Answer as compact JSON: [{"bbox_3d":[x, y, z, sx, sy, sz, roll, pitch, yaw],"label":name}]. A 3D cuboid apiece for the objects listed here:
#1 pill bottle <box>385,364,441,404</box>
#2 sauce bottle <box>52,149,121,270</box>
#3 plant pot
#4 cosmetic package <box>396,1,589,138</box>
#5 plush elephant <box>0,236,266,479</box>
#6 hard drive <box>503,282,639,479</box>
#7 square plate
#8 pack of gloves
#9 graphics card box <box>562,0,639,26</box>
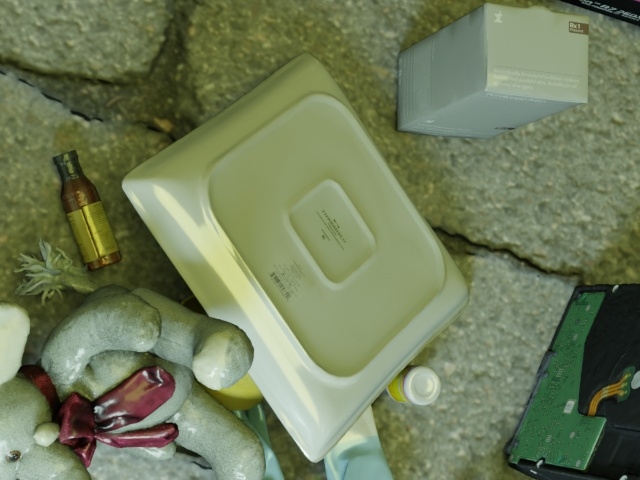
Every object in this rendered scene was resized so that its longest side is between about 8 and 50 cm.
[{"bbox_3d":[0.100,0.160,1.670,0.043,0.083,0.043,1,86,-19],"label":"pill bottle"},{"bbox_3d":[-0.248,-0.032,1.586,0.042,0.042,0.128,-19,93,-19],"label":"sauce bottle"},{"bbox_3d":[-0.091,0.124,1.595,0.134,0.134,0.095,-2,117,-19],"label":"plant pot"},{"bbox_3d":[0.183,-0.180,1.638,0.127,0.238,0.107,4,85,-18],"label":"cosmetic package"},{"bbox_3d":[-0.244,0.168,1.464,0.330,0.272,0.255,34,61,17],"label":"plush elephant"},{"bbox_3d":[0.337,0.161,1.618,0.064,0.339,0.237,30,77,-17],"label":"hard drive"},{"bbox_3d":[0.000,0.000,1.585,0.347,0.049,0.344,56,44,-7],"label":"square plate"},{"bbox_3d":[-0.022,0.258,1.631,0.195,0.046,0.232,-10,67,-18],"label":"pack of gloves"},{"bbox_3d":[0.325,-0.396,1.777,0.371,0.094,0.233,15,82,-18],"label":"graphics card box"}]
